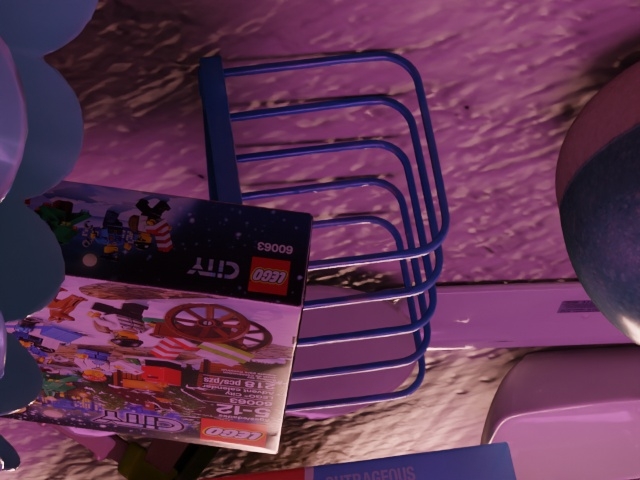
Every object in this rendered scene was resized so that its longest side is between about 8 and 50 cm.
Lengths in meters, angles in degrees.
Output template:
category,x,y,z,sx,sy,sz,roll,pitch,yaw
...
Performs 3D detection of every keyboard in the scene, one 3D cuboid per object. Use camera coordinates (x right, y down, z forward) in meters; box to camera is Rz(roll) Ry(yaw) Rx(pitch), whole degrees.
category,x,y,z,sx,sy,sz,roll,pitch,yaw
keyboard,0.158,0.043,1.085,0.256,0.014,0.072,-2,147,-8

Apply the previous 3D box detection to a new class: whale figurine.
category,x,y,z,sx,sy,sz,roll,pitch,yaw
whale figurine,0.252,-0.020,0.844,0.272,0.141,0.216,-13,151,12

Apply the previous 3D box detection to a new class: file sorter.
category,x,y,z,sx,sy,sz,roll,pitch,yaw
file sorter,0.000,0.000,0.866,0.105,0.118,0.170,-8,152,-5

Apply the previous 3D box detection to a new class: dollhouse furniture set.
category,x,y,z,sx,sy,sz,roll,pitch,yaw
dollhouse furniture set,-0.127,0.109,1.110,0.152,0.058,0.076,40,173,-39

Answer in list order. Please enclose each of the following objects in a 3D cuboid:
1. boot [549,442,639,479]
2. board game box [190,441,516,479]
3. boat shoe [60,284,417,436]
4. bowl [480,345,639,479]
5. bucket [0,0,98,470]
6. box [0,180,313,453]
category,x,y,z,sx,sy,sz,roll,pitch,yaw
boot,0.175,0.176,1.301,0.099,0.045,0.121,11,147,-33
board game box,-0.049,0.208,1.190,0.242,0.064,0.316,-3,164,-30
boat shoe,-0.054,0.065,1.033,0.219,0.077,0.070,-5,-173,-7
bowl,0.176,0.114,1.173,0.142,0.053,0.142,-3,152,-4
bucket,-0.166,-0.073,0.543,0.183,0.281,0.281,7,150,-6
box,-0.125,0.029,0.750,0.233,0.044,0.159,7,151,-1
